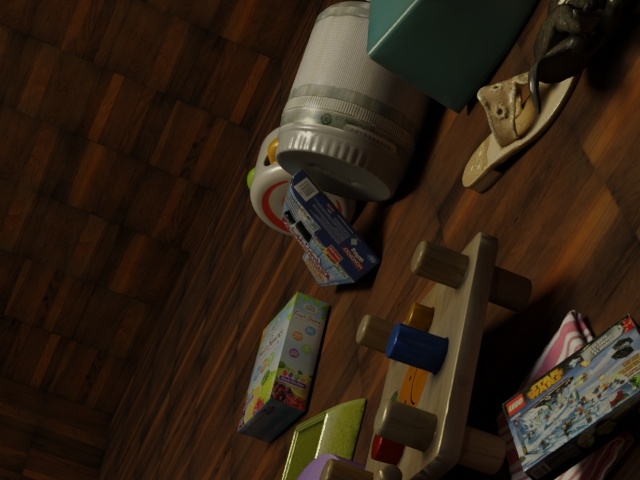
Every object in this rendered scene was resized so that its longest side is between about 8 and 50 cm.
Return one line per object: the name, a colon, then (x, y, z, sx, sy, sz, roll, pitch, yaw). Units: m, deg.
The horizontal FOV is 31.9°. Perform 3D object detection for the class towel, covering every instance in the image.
towel: (0.209, 0.165, 1.003, 0.144, 0.029, 0.197, -61, 15, 25)

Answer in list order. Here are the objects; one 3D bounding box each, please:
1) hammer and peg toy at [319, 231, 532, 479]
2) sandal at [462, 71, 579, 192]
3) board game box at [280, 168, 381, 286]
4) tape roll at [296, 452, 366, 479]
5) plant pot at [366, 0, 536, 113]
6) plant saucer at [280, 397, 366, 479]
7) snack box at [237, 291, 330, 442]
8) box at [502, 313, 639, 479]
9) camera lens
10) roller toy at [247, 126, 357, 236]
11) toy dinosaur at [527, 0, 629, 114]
hammer and peg toy: (0.098, 0.192, 1.125, 0.266, 0.127, 0.361, 120, 168, -56)
sandal: (0.219, -0.151, 1.360, 0.240, 0.079, 0.088, 126, 161, -44)
board game box: (0.000, 0.000, 1.824, 0.060, 0.194, 0.194, -38, -8, -16)
tape roll: (0.005, 0.394, 1.309, 0.275, 0.090, 0.275, -158, 90, -78)
plant pot: (0.201, -0.340, 1.575, 0.234, 0.165, 0.166, -48, 22, 35)
plant saucer: (-0.011, 0.320, 1.583, 0.188, 0.045, 0.188, 137, 152, -61)
snack box: (-0.064, 0.217, 1.905, 0.174, 0.070, 0.207, -51, 20, 53)
box: (0.218, 0.131, 0.922, 0.137, 0.027, 0.094, -39, 23, 17)
camera lens: (0.064, -0.225, 1.781, 0.219, 0.219, 0.274, 154, 137, -71)
roller toy: (-0.024, -0.102, 1.988, 0.209, 0.191, 0.146, 123, 163, -47)
toy dinosaur: (0.289, -0.250, 1.237, 0.160, 0.121, 0.313, 113, 170, -66)
